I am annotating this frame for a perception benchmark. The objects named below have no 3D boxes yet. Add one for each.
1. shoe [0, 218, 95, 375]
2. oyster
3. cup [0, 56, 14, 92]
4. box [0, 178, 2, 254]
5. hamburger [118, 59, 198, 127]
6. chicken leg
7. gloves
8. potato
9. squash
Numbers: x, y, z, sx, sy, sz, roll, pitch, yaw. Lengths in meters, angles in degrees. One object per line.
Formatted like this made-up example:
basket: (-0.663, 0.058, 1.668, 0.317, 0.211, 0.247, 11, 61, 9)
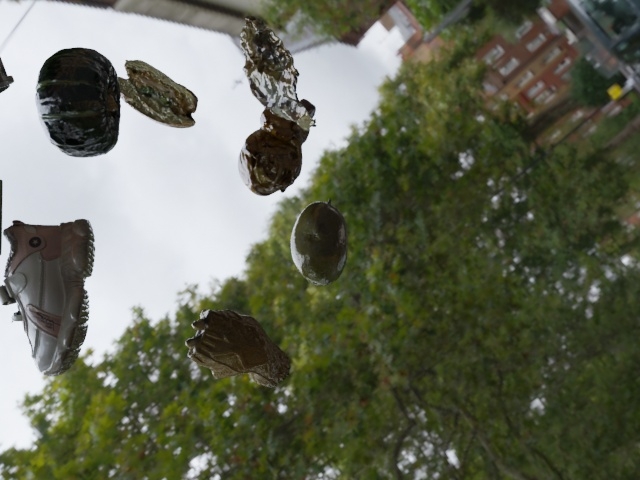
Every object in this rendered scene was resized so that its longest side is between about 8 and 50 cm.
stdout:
shoe: (-0.608, 0.119, 1.802, 0.198, 0.172, 0.351, 5, -106, -7)
oyster: (-0.127, -0.412, 2.054, 0.201, 0.107, 0.354, 86, 158, -52)
cup: (-0.763, -0.391, 1.898, 0.102, 0.074, 0.099, -36, -77, -34)
box: (-0.836, -0.059, 1.882, 0.195, 0.178, 0.148, 0, -175, -25)
hamburger: (-0.492, -0.430, 2.524, 0.283, 0.144, 0.156, 33, 173, 5)
chicken leg: (-0.099, -0.326, 2.387, 0.182, 0.295, 0.409, 19, -138, 15)
gloves: (-0.224, 0.290, 2.286, 0.356, 0.155, 0.203, 28, -153, -40)
potato: (0.000, 0.000, 2.300, 0.174, 0.159, 0.251, 61, -143, -74)
squash: (-0.544, -0.310, 1.870, 0.252, 0.165, 0.252, -6, -90, -86)
